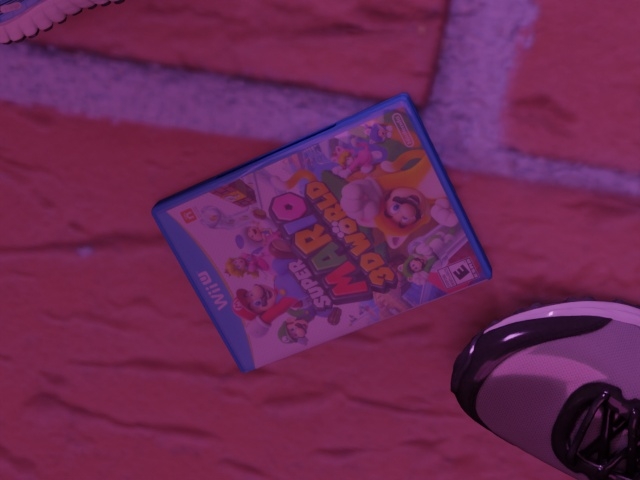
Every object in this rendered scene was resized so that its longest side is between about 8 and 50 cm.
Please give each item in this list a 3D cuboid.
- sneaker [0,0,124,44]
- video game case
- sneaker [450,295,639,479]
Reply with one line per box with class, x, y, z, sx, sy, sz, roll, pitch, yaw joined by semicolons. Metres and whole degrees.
sneaker;-0.122;-0.160;0.589;0.162;0.063;0.073;-20;123;16
video game case;0.000;0.000;0.671;0.166;0.015;0.119;-22;108;17
sneaker;0.203;0.115;0.638;0.272;0.108;0.100;20;116;2
